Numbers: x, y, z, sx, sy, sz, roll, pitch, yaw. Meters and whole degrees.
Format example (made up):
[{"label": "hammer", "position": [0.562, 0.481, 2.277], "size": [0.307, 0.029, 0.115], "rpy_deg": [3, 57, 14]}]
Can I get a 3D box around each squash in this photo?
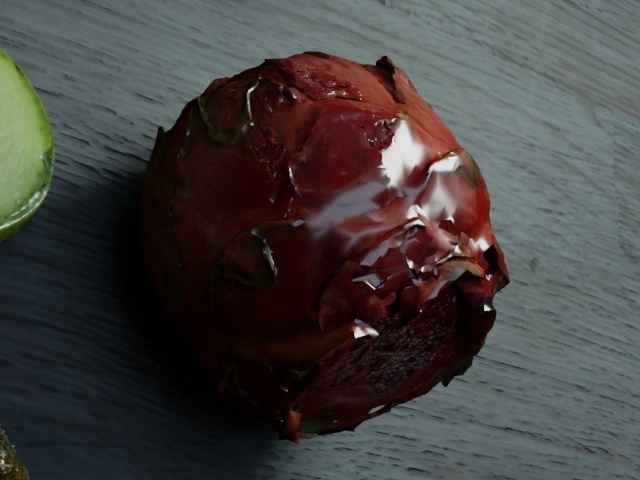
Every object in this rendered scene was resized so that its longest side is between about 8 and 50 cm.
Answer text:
[{"label": "squash", "position": [-0.298, -0.088, 0.910], "size": [0.219, 0.041, 0.219], "rpy_deg": [19, 49, -23]}]

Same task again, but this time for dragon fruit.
[{"label": "dragon fruit", "position": [0.000, 0.000, 0.987], "size": [0.295, 0.295, 0.302], "rpy_deg": [-11, 78, -40]}]

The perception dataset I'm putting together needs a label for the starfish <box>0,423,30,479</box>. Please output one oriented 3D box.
[{"label": "starfish", "position": [-0.294, 0.108, 0.863], "size": [0.238, 0.071, 0.216], "rpy_deg": [38, 58, -6]}]
